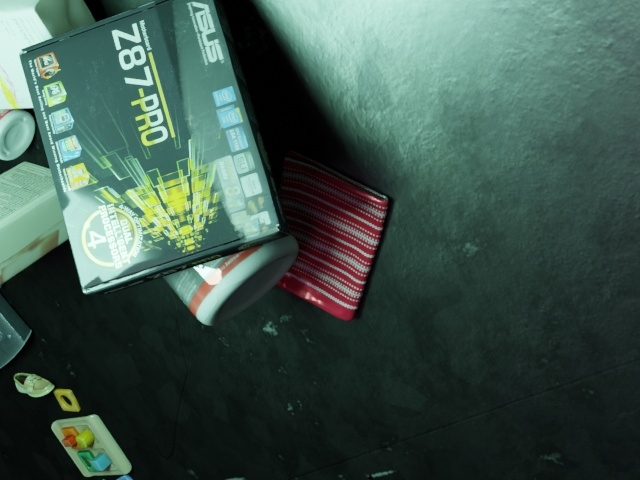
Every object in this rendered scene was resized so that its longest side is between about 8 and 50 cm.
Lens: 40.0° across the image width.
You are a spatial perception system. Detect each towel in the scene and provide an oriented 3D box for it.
[{"bbox_3d":[0.000,0.000,1.497,0.199,0.031,0.275,27,130,16],"label":"towel"}]

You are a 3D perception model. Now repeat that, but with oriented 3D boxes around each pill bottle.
[{"bbox_3d":[-0.665,-0.242,1.730,0.180,0.108,0.108,28,131,15],"label":"pill bottle"},{"bbox_3d":[-0.224,-0.053,1.475,0.363,0.210,0.210,49,134,12],"label":"pill bottle"}]

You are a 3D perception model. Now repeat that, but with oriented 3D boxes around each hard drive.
[{"bbox_3d":[-0.813,0.225,2.169,0.172,0.054,0.254,51,133,-5],"label":"hard drive"}]

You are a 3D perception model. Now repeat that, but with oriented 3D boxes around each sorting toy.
[{"bbox_3d":[-0.590,0.529,2.223,0.196,0.047,0.348,-19,107,40],"label":"sorting toy"}]

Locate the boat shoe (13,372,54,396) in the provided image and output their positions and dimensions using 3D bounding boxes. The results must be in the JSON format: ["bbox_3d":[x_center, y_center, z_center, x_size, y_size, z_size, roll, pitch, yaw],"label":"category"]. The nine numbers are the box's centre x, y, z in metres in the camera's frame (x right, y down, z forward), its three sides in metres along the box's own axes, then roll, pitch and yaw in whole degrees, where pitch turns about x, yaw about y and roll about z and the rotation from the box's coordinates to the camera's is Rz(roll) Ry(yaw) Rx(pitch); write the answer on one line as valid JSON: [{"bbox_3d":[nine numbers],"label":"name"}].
[{"bbox_3d":[-0.722,0.358,2.198,0.135,0.050,0.045,-2,123,35],"label":"boat shoe"}]

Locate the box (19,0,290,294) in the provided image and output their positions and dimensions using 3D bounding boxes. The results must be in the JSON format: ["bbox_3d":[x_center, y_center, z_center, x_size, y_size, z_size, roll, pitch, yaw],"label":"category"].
[{"bbox_3d":[-0.251,-0.147,1.332,0.318,0.097,0.395,-17,83,6],"label":"box"}]

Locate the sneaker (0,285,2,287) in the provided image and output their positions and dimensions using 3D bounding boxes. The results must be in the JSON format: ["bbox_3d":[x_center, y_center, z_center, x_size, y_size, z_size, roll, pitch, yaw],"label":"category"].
[{"bbox_3d":[-0.804,0.076,2.070,0.135,0.052,0.058,28,135,17],"label":"sneaker"}]

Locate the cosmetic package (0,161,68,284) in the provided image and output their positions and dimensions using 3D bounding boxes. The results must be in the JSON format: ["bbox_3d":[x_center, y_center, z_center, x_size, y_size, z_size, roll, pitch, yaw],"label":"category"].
[{"bbox_3d":[-0.620,-0.025,1.711,0.153,0.296,0.129,19,127,23],"label":"cosmetic package"}]

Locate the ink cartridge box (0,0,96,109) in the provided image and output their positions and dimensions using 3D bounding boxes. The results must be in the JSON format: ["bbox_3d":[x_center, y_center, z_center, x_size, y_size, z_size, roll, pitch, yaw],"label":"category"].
[{"bbox_3d":[-0.557,-0.335,1.513,0.353,0.119,0.207,1,141,24],"label":"ink cartridge box"}]
